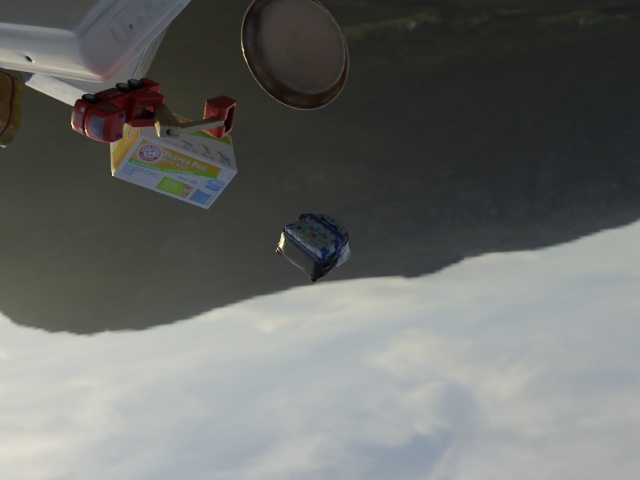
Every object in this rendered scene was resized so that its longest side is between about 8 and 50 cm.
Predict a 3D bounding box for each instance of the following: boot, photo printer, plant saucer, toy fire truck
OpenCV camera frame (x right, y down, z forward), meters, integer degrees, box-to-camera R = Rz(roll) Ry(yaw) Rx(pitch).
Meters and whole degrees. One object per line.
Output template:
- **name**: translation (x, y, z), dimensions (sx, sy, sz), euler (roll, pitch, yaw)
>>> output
- **boot**: translation (-0.677, -0.307, 1.614), dimensions (0.269, 0.089, 0.236), euler (35, -167, -39)
- **photo printer**: translation (-0.361, -0.352, 1.304), dimensions (0.307, 0.107, 0.256), euler (15, -125, 35)
- **plant saucer**: translation (-0.055, -0.476, 2.192), dimensions (0.310, 0.311, 0.050), euler (-1, -150, 36)
- **toy fire truck**: translation (-0.216, -0.165, 1.174), dimensions (0.135, 0.047, 0.192), euler (27, -147, 20)

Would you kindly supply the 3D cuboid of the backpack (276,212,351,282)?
- **backpack**: translation (0.000, 0.000, 2.244), dimensions (0.158, 0.117, 0.173), euler (39, -133, 23)

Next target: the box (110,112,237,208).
- **box**: translation (-0.271, -0.157, 1.639), dimensions (0.203, 0.103, 0.114), euler (19, 129, -32)

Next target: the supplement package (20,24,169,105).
- **supplement package**: translation (-0.414, -0.386, 1.660), dimensions (0.204, 0.262, 0.145), euler (24, 167, -7)
